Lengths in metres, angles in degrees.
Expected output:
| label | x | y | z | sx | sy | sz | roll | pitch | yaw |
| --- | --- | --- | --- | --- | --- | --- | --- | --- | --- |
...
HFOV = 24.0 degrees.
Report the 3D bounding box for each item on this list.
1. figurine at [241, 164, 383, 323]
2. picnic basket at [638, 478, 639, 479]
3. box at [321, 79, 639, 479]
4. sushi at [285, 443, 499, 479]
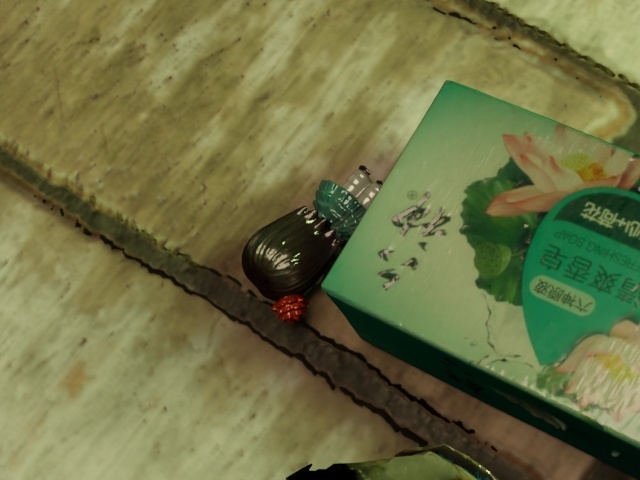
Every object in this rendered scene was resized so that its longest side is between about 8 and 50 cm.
| label | x | y | z | sx | sy | sz | roll | pitch | yaw |
| --- | --- | --- | --- | --- | --- | --- | --- | --- | --- |
| figurine | 0.000 | 0.000 | 0.939 | 0.106 | 0.047 | 0.060 | -40 | 82 | -12 |
| picnic basket | 0.272 | 0.175 | 0.668 | 0.297 | 0.129 | 0.222 | 26 | 102 | 10 |
| box | 0.144 | 0.028 | 0.851 | 0.245 | 0.092 | 0.153 | 25 | 77 | 25 |
| sushi | 0.101 | 0.220 | 0.772 | 0.109 | 0.134 | 0.273 | -26 | 45 | -30 |
